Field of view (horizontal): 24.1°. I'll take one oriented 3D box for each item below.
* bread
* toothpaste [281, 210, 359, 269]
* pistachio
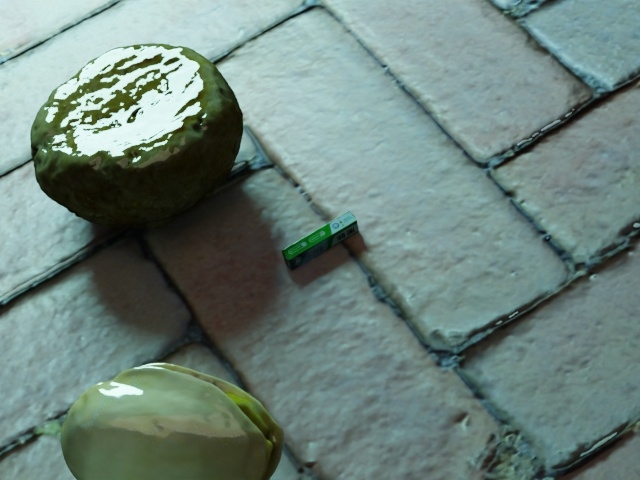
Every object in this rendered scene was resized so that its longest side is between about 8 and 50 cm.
[{"bbox_3d":[-0.190,-0.105,1.589,0.230,0.123,0.230,-10,48,11],"label":"bread"},{"bbox_3d":[0.000,0.000,1.526,0.083,0.020,0.017,-30,53,-13],"label":"toothpaste"},{"bbox_3d":[-0.134,0.186,1.346,0.200,0.117,0.145,9,91,9],"label":"pistachio"}]
